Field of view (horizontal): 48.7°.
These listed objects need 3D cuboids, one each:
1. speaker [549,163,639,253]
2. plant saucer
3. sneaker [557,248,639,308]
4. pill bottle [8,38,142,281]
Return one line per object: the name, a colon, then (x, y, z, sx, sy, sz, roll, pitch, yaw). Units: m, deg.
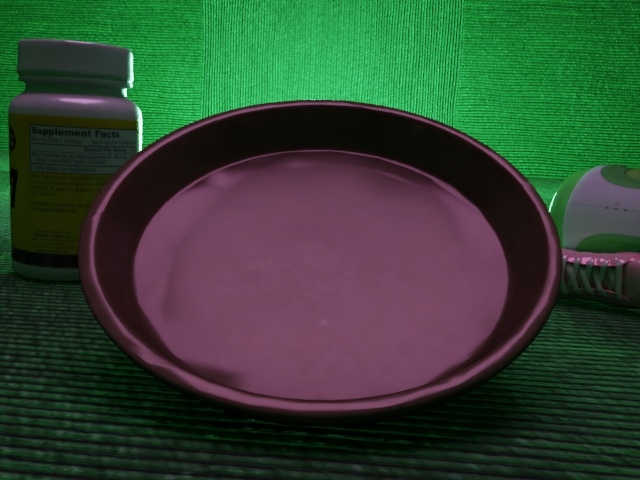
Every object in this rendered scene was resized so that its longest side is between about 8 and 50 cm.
speaker: (0.355, 0.002, 0.621, 0.131, 0.131, 0.296, -4, 11, -36)
plant saucer: (0.000, 0.000, 0.427, 0.277, 0.041, 0.278, 1, 41, -1)
sneaker: (0.231, 0.034, 0.624, 0.070, 0.051, 0.134, -4, 8, -27)
pill bottle: (-0.226, -0.074, 0.657, 0.119, 0.209, 0.119, 3, 8, 0)
